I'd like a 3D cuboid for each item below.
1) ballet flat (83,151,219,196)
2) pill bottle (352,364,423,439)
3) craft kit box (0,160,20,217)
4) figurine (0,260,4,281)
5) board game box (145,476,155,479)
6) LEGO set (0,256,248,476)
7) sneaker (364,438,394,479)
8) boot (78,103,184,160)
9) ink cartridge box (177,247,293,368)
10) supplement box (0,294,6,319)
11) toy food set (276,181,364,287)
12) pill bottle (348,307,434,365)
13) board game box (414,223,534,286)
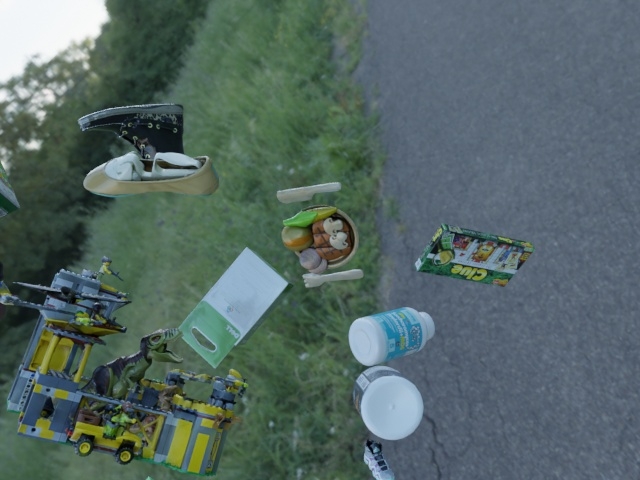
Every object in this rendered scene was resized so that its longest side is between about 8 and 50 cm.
[{"bbox_3d":[-0.288,-0.119,1.039,0.232,0.073,0.080,0,47,-1],"label":"ballet flat"},{"bbox_3d":[0.139,0.344,1.344,0.130,0.130,0.246,-47,-2,-5],"label":"pill bottle"},{"bbox_3d":[-0.565,-0.181,0.923,0.060,0.247,0.250,-29,-13,-11],"label":"craft kit box"},{"bbox_3d":[-0.756,0.005,1.322,0.092,0.210,0.214,-28,24,-34],"label":"figurine"},{"bbox_3d":[-0.375,0.781,1.611,0.046,0.213,0.317,-47,23,0],"label":"board game box"},{"bbox_3d":[-0.218,0.124,0.699,0.331,0.254,0.192,154,133,-69],"label":"LEGO set"},{"bbox_3d":[0.116,0.439,1.247,0.038,0.069,0.098,-13,21,-25],"label":"sneaker"},{"bbox_3d":[-0.410,-0.212,1.394,0.236,0.179,0.085,-14,11,-31],"label":"boot"},{"bbox_3d":[-0.161,0.128,1.169,0.209,0.109,0.062,-50,-11,-2],"label":"ink cartridge box"},{"bbox_3d":[-0.708,0.113,1.159,0.081,0.188,0.104,-61,3,44],"label":"supplement box"},{"bbox_3d":[0.000,0.000,1.055,0.132,0.192,0.038,-9,25,17],"label":"toy food set"},{"bbox_3d":[0.228,0.289,1.906,0.264,0.146,0.146,-9,-1,-35],"label":"pill bottle"},{"bbox_3d":[0.363,0.039,1.450,0.030,0.259,0.136,-103,32,-44],"label":"board game box"}]
